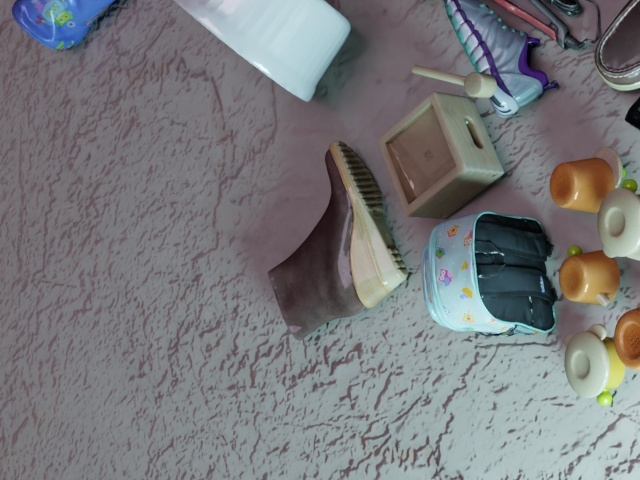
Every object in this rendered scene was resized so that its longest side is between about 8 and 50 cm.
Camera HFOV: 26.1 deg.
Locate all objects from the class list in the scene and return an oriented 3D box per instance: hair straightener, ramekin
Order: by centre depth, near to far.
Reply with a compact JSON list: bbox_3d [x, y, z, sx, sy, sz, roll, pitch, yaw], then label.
[{"bbox_3d":[0.302,-0.342,1.910,0.230,0.047,0.089,42,105,30],"label":"hair straightener"},{"bbox_3d":[-0.087,-0.342,2.036,0.277,0.277,0.135,42,98,31],"label":"ramekin"}]

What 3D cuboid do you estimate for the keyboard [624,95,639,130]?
[{"bbox_3d":[0.476,-0.121,1.779,0.100,0.038,0.192,-45,58,-8],"label":"keyboard"}]

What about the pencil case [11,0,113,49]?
[{"bbox_3d":[-0.381,-0.449,2.333,0.306,0.119,0.133,-40,107,21],"label":"pencil case"}]

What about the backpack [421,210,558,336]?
[{"bbox_3d":[0.213,0.045,1.822,0.144,0.188,0.166,-8,79,32],"label":"backpack"}]

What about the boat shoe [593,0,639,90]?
[{"bbox_3d":[0.474,-0.330,1.750,0.342,0.123,0.123,-39,64,22],"label":"boat shoe"}]

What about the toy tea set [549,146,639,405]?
[{"bbox_3d":[0.401,0.038,1.770,0.200,0.124,0.336,-20,73,60],"label":"toy tea set"}]

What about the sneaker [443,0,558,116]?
[{"bbox_3d":[0.248,-0.284,1.933,0.098,0.083,0.224,-26,74,6],"label":"sneaker"}]

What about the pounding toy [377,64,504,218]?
[{"bbox_3d":[0.185,-0.160,1.911,0.206,0.094,0.181,-40,60,39],"label":"pounding toy"}]

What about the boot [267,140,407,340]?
[{"bbox_3d":[0.000,0.000,2.026,0.206,0.090,0.248,-29,72,24],"label":"boot"}]
